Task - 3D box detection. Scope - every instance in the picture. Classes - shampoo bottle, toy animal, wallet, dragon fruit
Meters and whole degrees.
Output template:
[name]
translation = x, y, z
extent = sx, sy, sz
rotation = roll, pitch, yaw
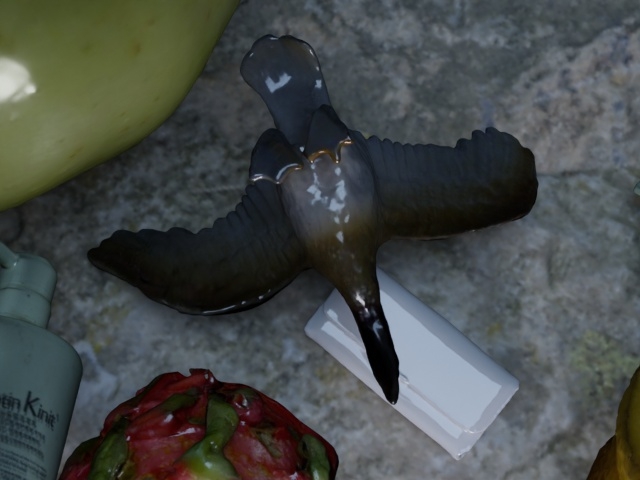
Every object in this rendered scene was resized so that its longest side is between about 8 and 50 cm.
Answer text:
[shampoo bottle]
translation = -0.183, 0.127, 0.994
extent = 0.085, 0.085, 0.262
rotation = 12, 63, -2
[toy animal]
translation = -0.002, -0.005, 1.042
extent = 0.272, 0.160, 0.197
rotation = -18, 47, 2
[wallet]
translation = 0.054, 0.069, 1.110
extent = 0.122, 0.025, 0.061
rotation = 39, 82, 5
[dragon fruit]
translation = -0.068, 0.164, 1.004
extent = 0.166, 0.160, 0.172
rotation = 12, 55, 21

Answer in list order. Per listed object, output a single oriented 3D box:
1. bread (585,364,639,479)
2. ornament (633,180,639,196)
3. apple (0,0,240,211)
[bread]
translation = 0.277, 0.153, 1.021
extent = 0.269, 0.143, 0.195
rotation = 18, 51, 17
[ornament]
translation = 0.221, -0.015, 1.136
extent = 0.068, 0.041, 0.092
rotation = 40, 77, 8
[apple]
translation = -0.199, -0.183, 0.991
extent = 0.357, 0.357, 0.357
rotation = 1, 76, -5
